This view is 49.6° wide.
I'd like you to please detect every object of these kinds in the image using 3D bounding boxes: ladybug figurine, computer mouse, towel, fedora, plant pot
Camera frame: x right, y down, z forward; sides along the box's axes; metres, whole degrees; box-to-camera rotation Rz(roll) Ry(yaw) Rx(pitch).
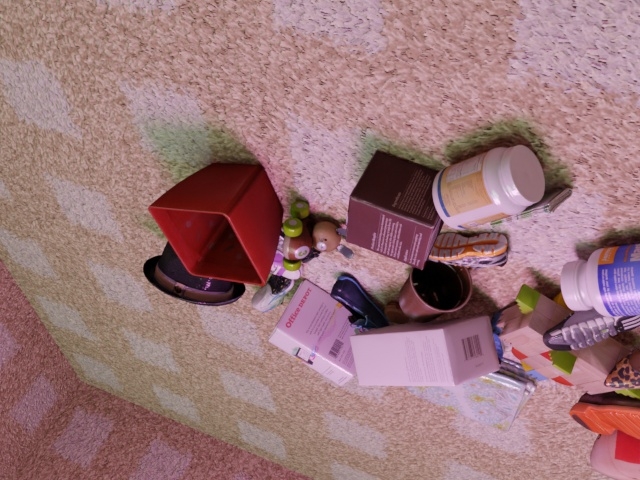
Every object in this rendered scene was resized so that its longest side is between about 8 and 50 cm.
[{"bbox_3d":[0.930,0.544,1.795,0.449,0.162,0.305,-6,172,36],"label":"ladybug figurine"},{"bbox_3d":[-0.096,-0.002,2.016,0.193,0.042,0.106,35,150,-17],"label":"computer mouse"},{"bbox_3d":[0.445,0.440,2.133,0.374,0.090,0.321,20,143,14],"label":"towel"},{"bbox_3d":[-0.384,0.070,2.180,0.333,0.334,0.153,22,111,12],"label":"fedora"},{"bbox_3d":[0.288,0.133,1.813,0.166,0.167,0.165,29,152,2],"label":"plant pot"},{"bbox_3d":[-0.248,-0.066,1.873,0.267,0.236,0.267,7,139,31],"label":"plant pot"},{"bbox_3d":[0.450,-0.066,1.479,0.152,0.113,0.023,-21,97,49],"label":"towel"}]

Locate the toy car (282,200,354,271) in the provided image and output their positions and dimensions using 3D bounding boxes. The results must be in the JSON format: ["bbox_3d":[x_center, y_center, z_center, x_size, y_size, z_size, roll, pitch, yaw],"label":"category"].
[{"bbox_3d":[0.000,0.000,1.874,0.188,0.149,0.155,10,132,8],"label":"toy car"}]

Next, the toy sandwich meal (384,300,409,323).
[{"bbox_3d":[0.227,0.216,2.064,0.085,0.029,0.086,18,146,13],"label":"toy sandwich meal"}]

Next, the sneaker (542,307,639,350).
[{"bbox_3d":[0.621,0.169,1.621,0.228,0.132,0.086,-19,135,13],"label":"sneaker"}]

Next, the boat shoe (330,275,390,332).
[{"bbox_3d":[0.112,0.219,2.086,0.258,0.089,0.109,47,155,-17],"label":"boat shoe"}]

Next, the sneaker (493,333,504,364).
[{"bbox_3d":[0.473,0.300,1.939,0.058,0.085,0.152,4,137,33],"label":"sneaker"}]

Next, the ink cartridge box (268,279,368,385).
[{"bbox_3d":[0.007,0.286,2.156,0.278,0.201,0.117,32,146,-2],"label":"ink cartridge box"}]

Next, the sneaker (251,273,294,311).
[{"bbox_3d":[-0.140,0.166,2.232,0.086,0.085,0.237,15,148,-26],"label":"sneaker"}]

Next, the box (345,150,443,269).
[{"bbox_3d":[0.184,-0.071,1.615,0.203,0.167,0.169,21,145,12],"label":"box"}]

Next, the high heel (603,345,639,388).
[{"bbox_3d":[0.757,0.237,1.574,0.261,0.093,0.186,-26,132,4],"label":"high heel"}]

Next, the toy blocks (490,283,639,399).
[{"bbox_3d":[0.598,0.279,1.776,0.381,0.191,0.261,32,157,-3],"label":"toy blocks"}]

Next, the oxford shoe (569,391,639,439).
[{"bbox_3d":[0.777,0.415,1.757,0.130,0.133,0.363,42,163,-6],"label":"oxford shoe"}]

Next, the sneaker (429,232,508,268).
[{"bbox_3d":[0.357,0.035,1.699,0.214,0.084,0.083,1,141,34],"label":"sneaker"}]

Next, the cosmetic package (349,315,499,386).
[{"bbox_3d":[0.274,0.302,1.889,0.365,0.196,0.155,-17,84,53],"label":"cosmetic package"}]

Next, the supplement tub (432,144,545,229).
[{"bbox_3d":[0.352,-0.112,1.461,0.144,0.144,0.199,46,142,-22],"label":"supplement tub"}]

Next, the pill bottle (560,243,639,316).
[{"bbox_3d":[0.663,0.084,1.476,0.271,0.152,0.152,-10,129,43],"label":"pill bottle"}]

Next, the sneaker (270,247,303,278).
[{"bbox_3d":[-0.198,0.071,2.075,0.282,0.161,0.102,30,144,-2],"label":"sneaker"}]
